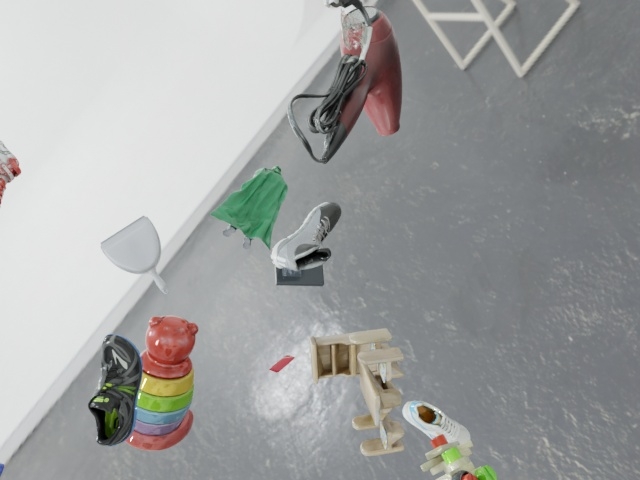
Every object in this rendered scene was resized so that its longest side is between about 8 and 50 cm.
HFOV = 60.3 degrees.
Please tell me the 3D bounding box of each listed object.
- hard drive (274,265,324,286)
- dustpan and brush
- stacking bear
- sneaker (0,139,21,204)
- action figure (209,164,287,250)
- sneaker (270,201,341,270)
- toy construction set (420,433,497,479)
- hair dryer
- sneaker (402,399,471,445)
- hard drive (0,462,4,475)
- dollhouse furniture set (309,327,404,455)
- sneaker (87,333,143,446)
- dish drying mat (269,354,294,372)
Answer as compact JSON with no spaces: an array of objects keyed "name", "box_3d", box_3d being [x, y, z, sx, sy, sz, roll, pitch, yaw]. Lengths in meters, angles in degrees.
[{"name":"hard drive","box_3d":[-0.059,0.079,1.523,0.022,0.135,0.094,122,147,-61]},{"name":"dustpan and brush","box_3d":[-0.473,0.058,1.490,0.147,0.211,0.060,-37,8,-19]},{"name":"stacking bear","box_3d":[-0.354,0.304,1.241,0.164,0.175,0.289,-101,26,-73]},{"name":"sneaker","box_3d":[-0.862,-0.149,1.461,0.270,0.145,0.090,62,146,12]},{"name":"action figure","box_3d":[-0.128,-0.084,1.162,0.063,0.137,0.232,-44,16,45]},{"name":"sneaker","box_3d":[0.000,0.000,1.321,0.228,0.086,0.132,-44,37,-22]},{"name":"toy construction set","box_3d":[0.281,0.446,0.884,0.328,0.215,0.151,49,121,35]},{"name":"hair dryer","box_3d":[0.039,-0.204,0.737,0.080,0.293,0.224,15,95,30]},{"name":"sneaker","box_3d":[0.368,0.573,1.707,0.087,0.228,0.092,-63,3,-24]},{"name":"hard drive","box_3d":[-0.637,0.341,0.776,0.040,0.318,0.210,-44,25,12]},{"name":"dollhouse furniture set","box_3d":[0.118,0.489,1.942,0.256,0.362,0.394,-6,20,-8]},{"name":"sneaker","box_3d":[-0.344,0.251,0.922,0.067,0.078,0.188,2,89,9]},{"name":"dish drying mat","box_3d":[-0.110,0.352,1.576,0.032,0.008,0.083,11,24,31]}]
